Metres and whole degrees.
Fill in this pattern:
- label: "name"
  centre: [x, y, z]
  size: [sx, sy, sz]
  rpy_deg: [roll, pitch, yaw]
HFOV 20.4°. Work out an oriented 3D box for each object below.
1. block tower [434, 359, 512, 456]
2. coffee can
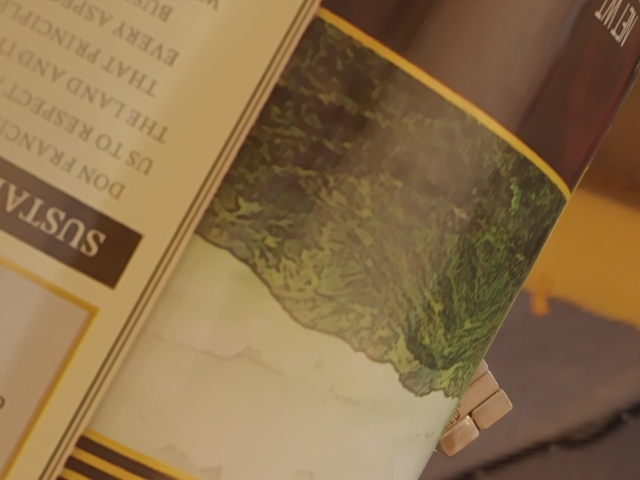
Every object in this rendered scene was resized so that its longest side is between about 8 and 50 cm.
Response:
- label: "block tower"
  centre: [0.000, 0.000, 1.202]
  size: [0.335, 0.091, 0.097]
  rpy_deg: [58, -17, -15]
- label: "coffee can"
  centre: [-0.066, 0.010, 0.404]
  size: [0.202, 0.275, 0.201]
  rpy_deg: [29, -1, 0]
